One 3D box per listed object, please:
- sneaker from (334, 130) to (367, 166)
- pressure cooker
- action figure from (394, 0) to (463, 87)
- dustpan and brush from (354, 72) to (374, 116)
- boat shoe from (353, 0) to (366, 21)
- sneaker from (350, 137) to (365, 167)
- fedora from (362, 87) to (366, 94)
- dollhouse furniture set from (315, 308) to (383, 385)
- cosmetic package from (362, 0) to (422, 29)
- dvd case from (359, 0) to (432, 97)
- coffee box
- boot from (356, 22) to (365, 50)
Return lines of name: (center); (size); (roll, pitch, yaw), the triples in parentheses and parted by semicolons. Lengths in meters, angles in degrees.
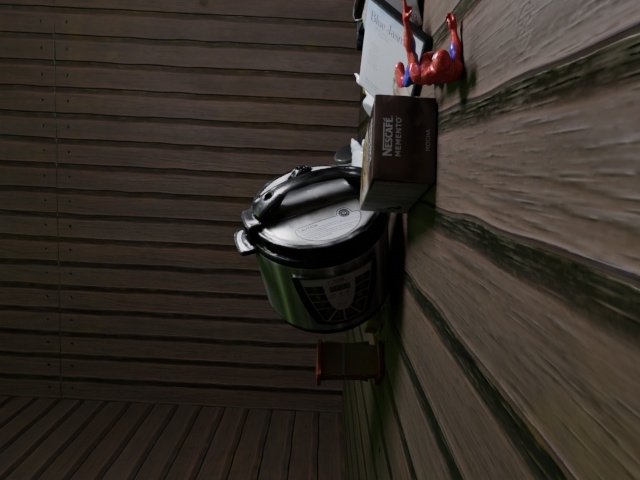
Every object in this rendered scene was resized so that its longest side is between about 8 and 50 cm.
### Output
sneaker: (0.139, -0.280, 1.865); (0.270, 0.090, 0.144); (-43, -37, -45)
pressure cooker: (-0.004, -0.003, 1.393); (0.369, 0.376, 0.420); (-53, -32, -39)
action figure: (0.172, -0.319, 0.855); (0.280, 0.092, 0.138); (-86, -10, -72)
dustpan and brush: (0.166, -0.446, 1.667); (0.060, 0.211, 0.147); (-44, -7, -2)
boat shoe: (0.159, -0.674, 1.334); (0.092, 0.103, 0.285); (-41, -6, -29)
sneaker: (0.153, -0.215, 1.706); (0.366, 0.138, 0.210); (173, 101, -85)
fedora: (0.198, -0.612, 1.982); (0.194, 0.079, 0.194); (-177, 90, -90)
dollhouse furniture set: (0.092, 0.261, 1.651); (0.152, 0.202, 0.373); (93, 180, -65)
cosmetic package: (0.170, -0.541, 1.277); (0.238, 0.107, 0.127); (-53, -52, -85)
dvd case: (0.160, -0.400, 1.181); (0.180, 0.022, 0.253); (49, 160, 22)
coffee box: (0.153, -0.168, 1.094); (0.297, 0.119, 0.167); (91, -177, -82)
boot: (0.177, -0.943, 1.806); (0.367, 0.146, 0.444); (59, -144, -72)
